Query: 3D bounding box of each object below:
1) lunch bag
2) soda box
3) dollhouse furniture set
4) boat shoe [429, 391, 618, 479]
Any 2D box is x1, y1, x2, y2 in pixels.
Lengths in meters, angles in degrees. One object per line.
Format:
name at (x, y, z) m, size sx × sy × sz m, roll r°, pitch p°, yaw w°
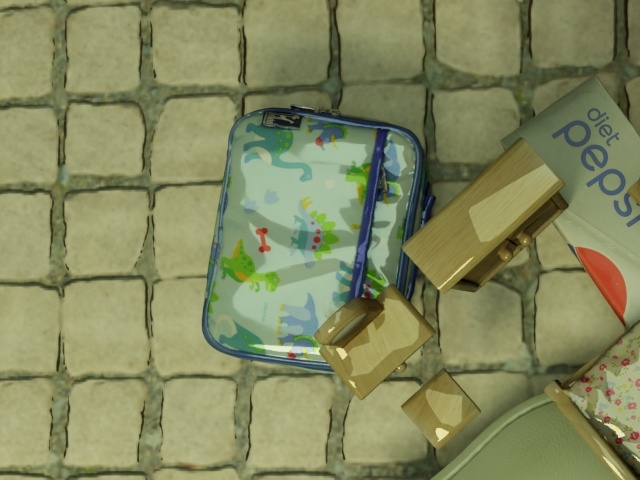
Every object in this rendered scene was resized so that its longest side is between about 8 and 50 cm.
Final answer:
lunch bag at (0.000, 0.000, 1.315) m, size 0.176 × 0.090 × 0.219 m, roll 11°, pitch 89°, yaw 8°
soda box at (0.265, 0.012, 1.264) m, size 0.098 × 0.091 × 0.286 m, roll -34°, pitch 81°, yaw 6°
dollhouse furniture set at (0.215, 0.112, 1.133) m, size 0.303 × 0.174 × 0.355 m, roll -42°, pitch 79°, yaw 7°
boat shoe at (0.151, 0.215, 1.272) m, size 0.302 × 0.091 × 0.114 m, roll -27°, pitch 60°, yaw 0°
